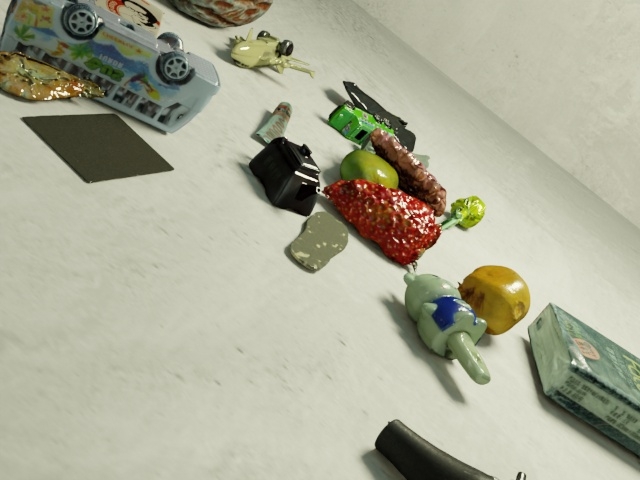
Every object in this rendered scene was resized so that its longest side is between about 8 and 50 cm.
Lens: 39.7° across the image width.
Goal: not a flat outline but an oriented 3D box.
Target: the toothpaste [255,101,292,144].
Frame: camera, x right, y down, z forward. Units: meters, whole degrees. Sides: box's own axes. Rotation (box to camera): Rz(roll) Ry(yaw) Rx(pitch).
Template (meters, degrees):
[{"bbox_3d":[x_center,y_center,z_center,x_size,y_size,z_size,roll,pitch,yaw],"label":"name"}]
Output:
[{"bbox_3d":[-0.087,-0.229,1.761,0.056,0.036,0.205,35,26,-10],"label":"toothpaste"}]

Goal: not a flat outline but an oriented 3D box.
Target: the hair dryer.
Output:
[{"bbox_3d":[0.199,0.312,1.113,0.235,0.091,0.271,37,7,28],"label":"hair dryer"}]

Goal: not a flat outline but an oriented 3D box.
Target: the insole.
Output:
[{"bbox_3d":[0.000,0.000,1.470,0.081,0.011,0.248,37,21,2],"label":"insole"}]

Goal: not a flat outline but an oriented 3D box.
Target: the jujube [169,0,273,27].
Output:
[{"bbox_3d":[-0.241,-0.623,2.062,0.246,0.215,0.308,41,23,10],"label":"jujube"}]

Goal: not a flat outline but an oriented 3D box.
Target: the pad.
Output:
[{"bbox_3d":[-0.313,-0.137,1.279,0.143,0.003,0.211,43,23,13],"label":"pad"}]

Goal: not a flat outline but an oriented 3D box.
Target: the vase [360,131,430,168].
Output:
[{"bbox_3d":[0.166,-0.191,2.016,0.148,0.081,0.081,27,24,-14],"label":"vase"}]

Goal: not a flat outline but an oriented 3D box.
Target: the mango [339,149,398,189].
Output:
[{"bbox_3d":[0.101,-0.135,1.781,0.122,0.086,0.191,24,18,4],"label":"mango"}]

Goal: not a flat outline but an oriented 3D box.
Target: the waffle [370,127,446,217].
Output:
[{"bbox_3d":[0.189,-0.139,1.873,0.221,0.055,0.234,46,-5,23],"label":"waffle"}]

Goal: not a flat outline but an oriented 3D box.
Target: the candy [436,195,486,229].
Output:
[{"bbox_3d":[0.292,-0.048,1.947,0.073,0.077,0.262,57,33,7],"label":"candy"}]

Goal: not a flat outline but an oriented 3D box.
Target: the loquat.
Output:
[{"bbox_3d":[0.306,0.104,1.585,0.137,0.137,0.113,-116,-179,-48],"label":"loquat"}]

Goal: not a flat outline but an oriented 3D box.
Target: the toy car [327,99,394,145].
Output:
[{"bbox_3d":[0.095,-0.260,2.052,0.165,0.071,0.062,22,40,-33],"label":"toy car"}]

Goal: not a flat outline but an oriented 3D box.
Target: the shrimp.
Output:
[{"bbox_3d":[-0.400,-0.228,1.287,0.184,0.043,0.091,4,46,-44],"label":"shrimp"}]

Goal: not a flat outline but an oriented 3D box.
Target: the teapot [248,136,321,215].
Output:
[{"bbox_3d":[-0.048,-0.122,1.524,0.087,0.096,0.177,17,29,-41],"label":"teapot"}]

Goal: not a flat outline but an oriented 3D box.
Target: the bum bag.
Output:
[{"bbox_3d":[0.144,-0.312,2.238,0.248,0.060,0.123,38,23,-3],"label":"bum bag"}]

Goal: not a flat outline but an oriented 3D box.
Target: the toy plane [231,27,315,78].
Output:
[{"bbox_3d":[-0.127,-0.431,2.029,0.229,0.092,0.244,29,15,23],"label":"toy plane"}]

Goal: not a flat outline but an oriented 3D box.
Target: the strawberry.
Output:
[{"bbox_3d":[0.122,-0.059,1.653,0.228,0.098,0.174,38,22,1],"label":"strawberry"}]

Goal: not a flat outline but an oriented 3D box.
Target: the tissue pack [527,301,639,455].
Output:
[{"bbox_3d":[0.533,0.269,1.618,0.315,0.103,0.228,32,24,-11],"label":"tissue pack"}]

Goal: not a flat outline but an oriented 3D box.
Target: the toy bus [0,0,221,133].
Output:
[{"bbox_3d":[-0.324,-0.286,1.378,0.329,0.136,0.109,24,24,-29],"label":"toy bus"}]

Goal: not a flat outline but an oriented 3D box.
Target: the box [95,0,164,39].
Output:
[{"bbox_3d":[-0.460,-0.461,1.619,0.353,0.069,0.214,30,23,-21],"label":"box"}]

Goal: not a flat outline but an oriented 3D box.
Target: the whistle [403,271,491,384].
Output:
[{"bbox_3d":[0.203,0.130,1.410,0.110,0.092,0.244,32,19,-42],"label":"whistle"}]
